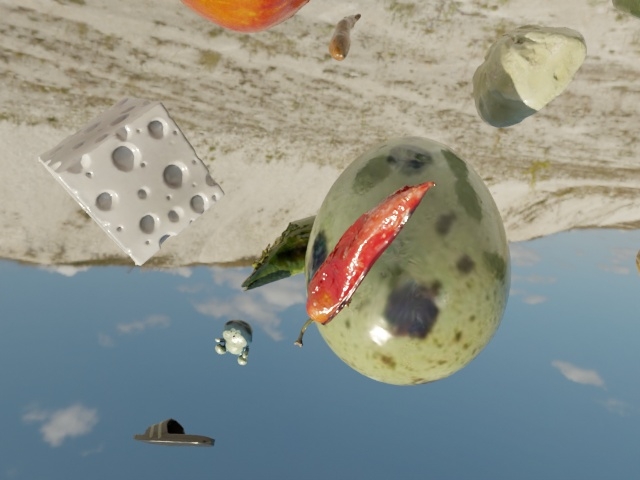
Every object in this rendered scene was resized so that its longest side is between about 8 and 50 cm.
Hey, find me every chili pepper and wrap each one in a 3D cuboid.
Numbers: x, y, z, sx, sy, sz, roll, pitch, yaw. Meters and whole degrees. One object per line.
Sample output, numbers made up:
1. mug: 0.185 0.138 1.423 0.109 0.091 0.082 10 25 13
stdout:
1. chili pepper: 0.030 0.028 0.524 0.050 0.268 0.059 34 -141 1

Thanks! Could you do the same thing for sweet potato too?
1. sweet potato: 0.057 -0.489 1.179 0.050 0.050 0.214 9 -129 9

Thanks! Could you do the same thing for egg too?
1. egg: 0.146 0.029 0.863 0.345 0.427 0.345 5 175 0

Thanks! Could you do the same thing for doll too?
1. doll: -0.167 0.192 0.982 0.076 0.083 0.050 19 -151 7

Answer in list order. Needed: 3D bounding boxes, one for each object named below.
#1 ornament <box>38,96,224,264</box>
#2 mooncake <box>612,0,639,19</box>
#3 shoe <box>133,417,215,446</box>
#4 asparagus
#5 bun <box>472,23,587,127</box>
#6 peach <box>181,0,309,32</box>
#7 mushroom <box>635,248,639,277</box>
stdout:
1. ornament: -0.402 -0.136 1.067 0.240 0.239 0.240 -44 -143 -17
2. mooncake: 0.682 -0.426 0.804 0.357 0.194 0.356 10 -145 -7
3. shoe: -0.296 0.394 1.029 0.179 0.049 0.071 -6 148 19
4. asparagus: 0.000 0.000 1.082 0.382 0.128 0.108 -17 -155 -18
5. bun: 0.368 -0.317 0.926 0.133 0.231 0.231 43 -172 -7
6. peach: -0.132 -0.551 0.898 0.290 0.373 0.373 51 -161 6
7. mushroom: 0.739 0.018 0.815 0.154 0.137 0.407 26 155 -16
